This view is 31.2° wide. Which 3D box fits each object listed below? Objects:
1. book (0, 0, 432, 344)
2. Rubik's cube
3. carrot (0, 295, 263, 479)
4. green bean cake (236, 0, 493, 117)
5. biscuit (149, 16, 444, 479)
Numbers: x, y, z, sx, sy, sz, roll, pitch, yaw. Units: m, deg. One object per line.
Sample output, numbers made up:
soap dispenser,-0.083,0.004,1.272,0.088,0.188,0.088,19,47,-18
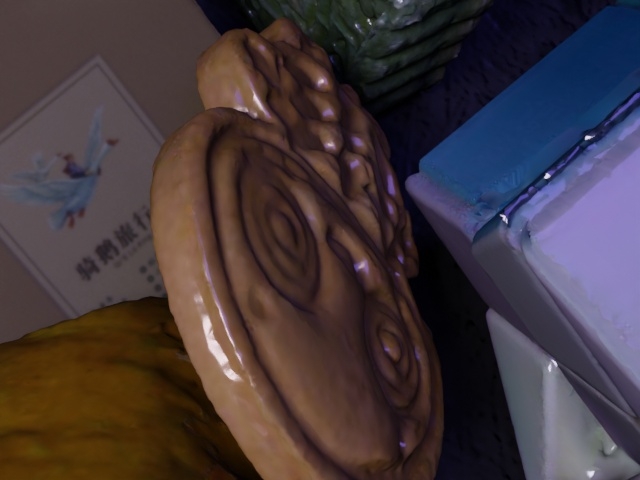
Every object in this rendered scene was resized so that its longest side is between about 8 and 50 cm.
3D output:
book,-0.092,0.010,0.595,0.217,0.021,0.310,-44,111,-20
Rubik's cube,0.253,0.021,0.599,0.387,0.358,0.368,-40,117,-1
carrot,-0.109,0.179,0.472,0.242,0.241,0.340,24,25,-1
green bean cake,0.014,-0.179,0.715,0.094,0.181,0.173,-31,78,-22
biscuit,0.001,0.000,0.551,0.202,0.044,0.288,49,29,-29
